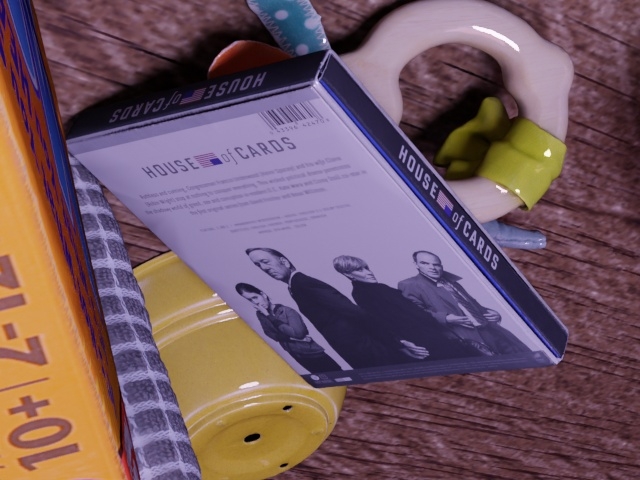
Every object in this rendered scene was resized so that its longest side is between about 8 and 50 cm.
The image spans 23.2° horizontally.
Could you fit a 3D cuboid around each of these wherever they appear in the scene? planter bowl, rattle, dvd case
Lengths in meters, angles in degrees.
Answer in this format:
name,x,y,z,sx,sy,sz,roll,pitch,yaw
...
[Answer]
name,x,y,z,sx,sy,sz,roll,pitch,yaw
planter bowl,-0.054,0.096,1.014,0.217,0.090,0.217,-12,143,-9
rattle,0.030,-0.081,0.871,0.200,0.143,0.130,7,106,-10
dvd case,0.000,0.000,0.845,0.179,0.029,0.238,-9,137,39

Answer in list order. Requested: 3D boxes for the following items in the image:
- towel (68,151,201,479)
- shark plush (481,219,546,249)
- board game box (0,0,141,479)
name,x,y,z,sx,sy,sz,roll,pitch,yaw
towel,-0.188,0.116,0.860,0.121,0.235,0.283,7,137,-40
shark plush,0.063,0.003,0.962,0.161,0.067,0.073,12,134,-36
board game box,-0.275,-0.087,0.446,0.357,0.356,0.356,-14,145,-7
